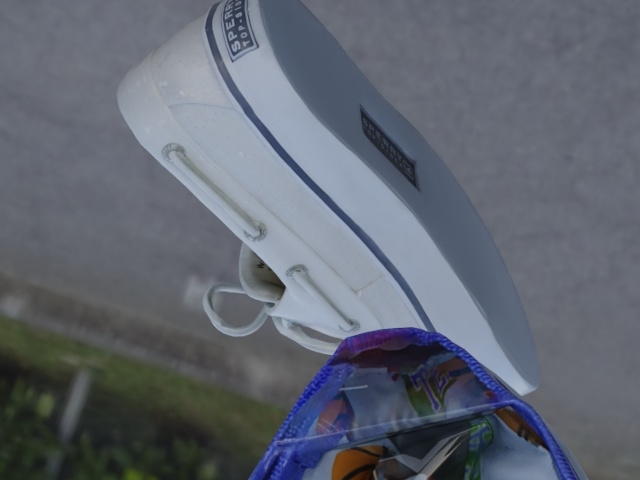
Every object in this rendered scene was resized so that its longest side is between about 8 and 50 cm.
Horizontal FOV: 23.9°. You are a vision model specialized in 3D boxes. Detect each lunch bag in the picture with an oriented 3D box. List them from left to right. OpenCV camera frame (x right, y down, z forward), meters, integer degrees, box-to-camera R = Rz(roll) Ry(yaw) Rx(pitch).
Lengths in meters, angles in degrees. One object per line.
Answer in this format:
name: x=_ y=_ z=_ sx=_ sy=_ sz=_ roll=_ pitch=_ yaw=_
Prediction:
lunch bag: x=0.076 y=0.271 z=0.663 sx=0.239 sy=0.385 sz=0.328 roll=-11 pitch=148 yaw=15

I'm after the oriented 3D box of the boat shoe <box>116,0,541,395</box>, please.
boat shoe: x=0.000 y=0.006 z=0.941 sx=0.156 sy=0.135 sz=0.367 roll=-25 pitch=136 yaw=21
